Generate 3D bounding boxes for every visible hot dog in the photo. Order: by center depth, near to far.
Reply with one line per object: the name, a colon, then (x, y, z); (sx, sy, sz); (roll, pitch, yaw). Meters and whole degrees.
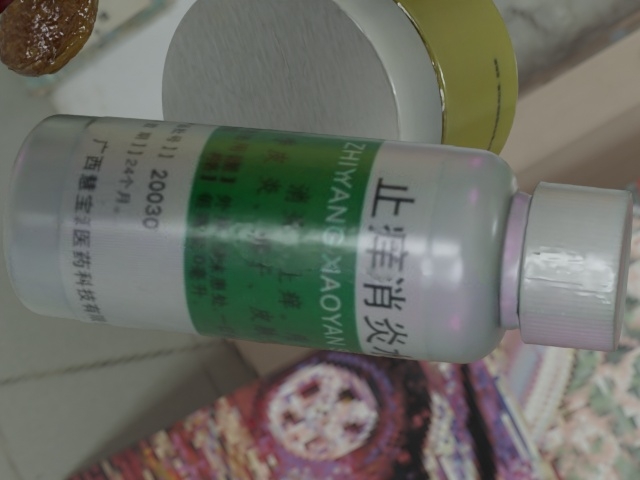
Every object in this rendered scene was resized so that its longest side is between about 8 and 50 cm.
hot dog: (-0.143, -0.126, 0.880); (0.035, 0.058, 0.083); (-2, 104, -46)

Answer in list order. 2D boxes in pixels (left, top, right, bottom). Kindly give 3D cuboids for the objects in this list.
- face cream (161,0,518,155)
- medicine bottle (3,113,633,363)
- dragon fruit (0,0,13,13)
face cream: (0.018, -0.112, 1.310); (0.179, 0.218, 0.218); (-26, 86, -51)
medicine bottle: (0.000, 0.000, 0.729); (0.095, 0.260, 0.095); (4, 90, -78)
dragon fruit: (-0.200, -0.118, 0.507); (0.250, 0.250, 0.315); (64, -1, 9)
